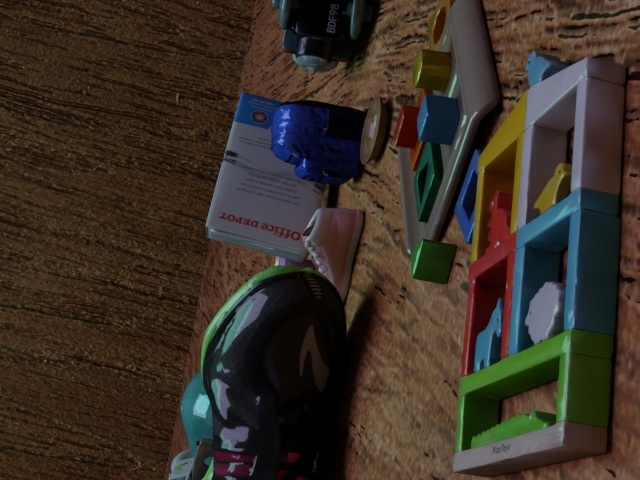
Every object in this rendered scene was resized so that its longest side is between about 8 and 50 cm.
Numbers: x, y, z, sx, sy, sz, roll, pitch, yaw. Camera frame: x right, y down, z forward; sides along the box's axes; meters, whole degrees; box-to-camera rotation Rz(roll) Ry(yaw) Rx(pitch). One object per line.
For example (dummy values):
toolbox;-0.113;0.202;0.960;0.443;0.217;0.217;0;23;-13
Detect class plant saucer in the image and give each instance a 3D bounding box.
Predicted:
plant saucer;0.066;-0.131;1.369;0.083;0.015;0.083;-169;90;-80

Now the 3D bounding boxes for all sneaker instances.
sneaker;-0.050;0.261;1.293;0.202;0.185;0.483;34;117;57
sneaker;0.005;0.021;1.397;0.051;0.070;0.134;-116;37;-69

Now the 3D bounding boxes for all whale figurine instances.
whale figurine;-0.153;0.312;1.741;0.216;0.141;0.272;-140;61;-77

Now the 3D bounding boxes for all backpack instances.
backpack;-0.004;-0.127;1.451;0.098;0.120;0.101;141;139;-73

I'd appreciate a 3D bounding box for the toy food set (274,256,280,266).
toy food set;-0.055;0.045;1.797;0.132;0.038;0.192;-84;4;-60

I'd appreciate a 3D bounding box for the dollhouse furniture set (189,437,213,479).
dollhouse furniture set;-0.121;0.386;1.534;0.129;0.129;0.184;-107;30;-68

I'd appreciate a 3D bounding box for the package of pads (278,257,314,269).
package of pads;-0.036;0.062;1.621;0.032;0.050;0.083;129;151;-58

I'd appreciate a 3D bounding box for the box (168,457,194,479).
box;-0.162;0.423;1.605;0.114;0.036;0.207;-69;-40;-64

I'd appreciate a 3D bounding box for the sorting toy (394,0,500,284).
sorting toy;0.104;-0.111;1.070;0.348;0.047;0.196;-91;15;-47

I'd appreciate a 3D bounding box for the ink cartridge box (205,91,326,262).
ink cartridge box;-0.066;-0.086;1.593;0.086;0.148;0.203;118;167;-78

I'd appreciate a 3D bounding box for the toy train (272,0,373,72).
toy train;0.017;-0.401;1.609;0.190;0.142;0.334;78;-160;-86

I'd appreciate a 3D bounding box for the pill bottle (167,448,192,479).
pill bottle;-0.224;0.484;2.007;0.117;0.117;0.215;-104;26;-65

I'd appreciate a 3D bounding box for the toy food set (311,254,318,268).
toy food set;0.000;0.000;1.574;0.122;0.019;0.078;-165;85;-79

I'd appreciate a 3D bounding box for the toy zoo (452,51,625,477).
toy zoo;0.147;0.006;0.777;0.192;0.030;0.293;129;150;-69
